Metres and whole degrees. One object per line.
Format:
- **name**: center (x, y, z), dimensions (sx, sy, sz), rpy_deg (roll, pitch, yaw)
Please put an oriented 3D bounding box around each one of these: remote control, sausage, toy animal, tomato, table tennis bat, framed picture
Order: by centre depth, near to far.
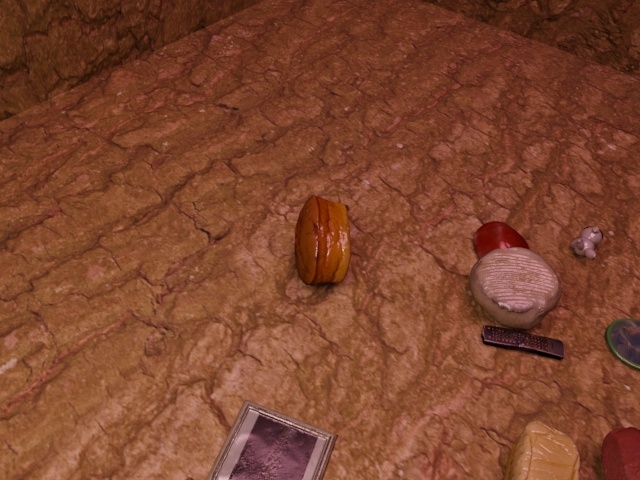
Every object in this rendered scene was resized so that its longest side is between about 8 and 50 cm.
- **sausage**: center (0.666, 0.522, 1.084), dimensions (0.152, 0.152, 0.280), rpy_deg (8, 47, 2)
- **framed picture**: center (-0.116, 0.494, 1.116), dimensions (0.231, 0.018, 0.293), rpy_deg (17, 47, 10)
- **remote control**: center (0.526, 0.265, 1.393), dimensions (0.212, 0.028, 0.059), rpy_deg (11, 50, 5)
- **table tennis bat**: center (0.879, 0.295, 1.398), dimensions (0.257, 0.039, 0.160), rpy_deg (29, 53, 23)
- **tomato**: center (0.539, 0.004, 1.601), dimensions (0.166, 0.082, 0.174), rpy_deg (-21, 55, -23)
- **toy animal**: center (0.813, 0.012, 1.632), dimensions (0.071, 0.085, 0.124), rpy_deg (45, 62, 10)

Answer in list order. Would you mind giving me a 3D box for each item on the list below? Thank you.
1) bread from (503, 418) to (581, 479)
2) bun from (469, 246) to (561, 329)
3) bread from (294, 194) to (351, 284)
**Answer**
- **bread**: center (0.457, 0.503, 1.107), dimensions (0.140, 0.106, 0.236), rpy_deg (18, 47, 13)
- **bun**: center (0.520, 0.128, 1.444), dimensions (0.239, 0.141, 0.239), rpy_deg (-1, 48, 1)
- **bread**: center (0.000, 0.000, 1.474), dimensions (0.142, 0.195, 0.270), rpy_deg (6, 49, -14)
